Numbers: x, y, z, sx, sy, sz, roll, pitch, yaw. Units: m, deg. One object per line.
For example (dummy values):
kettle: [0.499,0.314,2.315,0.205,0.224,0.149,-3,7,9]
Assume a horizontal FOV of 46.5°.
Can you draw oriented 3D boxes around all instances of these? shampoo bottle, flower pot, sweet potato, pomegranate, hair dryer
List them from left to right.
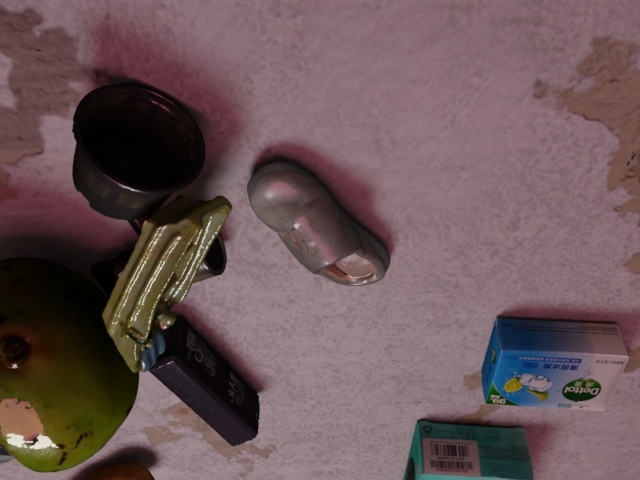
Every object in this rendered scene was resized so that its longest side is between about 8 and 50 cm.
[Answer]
pomegranate: [-0.385,0.167,1.096,0.216,0.309,0.358,-35,171,-11]
sweet potato: [-0.427,0.499,1.478,0.292,0.097,0.097,-26,125,34]
hair dryer: [-0.271,-0.028,1.027,0.196,0.078,0.248,-17,119,18]
flower pot: [-0.232,-0.097,0.905,0.157,0.157,0.107,25,139,-18]
shampoo bottle: [-0.206,0.209,1.202,0.071,0.098,0.309,-22,127,21]

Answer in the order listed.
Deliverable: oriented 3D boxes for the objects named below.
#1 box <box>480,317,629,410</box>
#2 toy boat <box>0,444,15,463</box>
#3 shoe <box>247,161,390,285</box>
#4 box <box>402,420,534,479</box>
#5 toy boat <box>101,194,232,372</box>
box: [0.362,0.196,1.174,0.194,0.073,0.139,3,131,1]
toy boat: [-0.675,0.341,1.364,0.261,0.078,0.085,32,103,-20]
shoe: [0.000,0.000,1.005,0.103,0.100,0.251,-34,124,29]
box: [0.261,0.479,1.403,0.205,0.118,0.311,6,131,0]
toy boat: [-0.207,0.049,0.956,0.084,0.111,0.276,33,123,6]
